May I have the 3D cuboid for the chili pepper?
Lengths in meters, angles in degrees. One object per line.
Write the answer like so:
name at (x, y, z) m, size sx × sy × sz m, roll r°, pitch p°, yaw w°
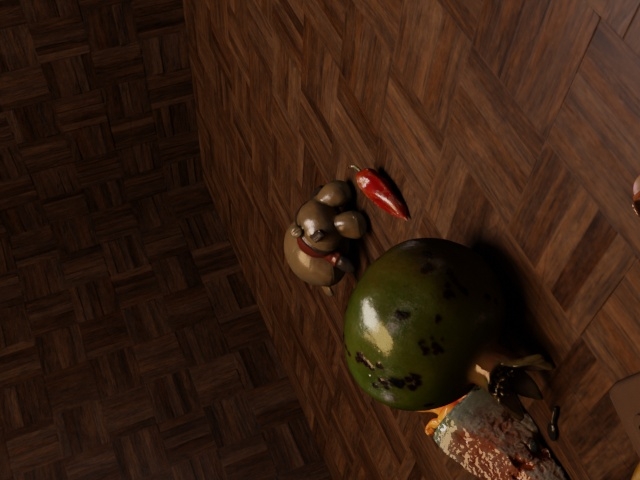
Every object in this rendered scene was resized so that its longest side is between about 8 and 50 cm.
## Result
chili pepper at (0.121, -0.105, 1.545) m, size 0.191 × 0.050 × 0.059 m, roll 48°, pitch 151°, yaw 31°

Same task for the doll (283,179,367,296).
doll at (0.000, 0.000, 1.854) m, size 0.235 × 0.174 × 0.330 m, roll 60°, pitch 160°, yaw 20°

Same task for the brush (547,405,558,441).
brush at (0.371, 0.292, 1.197) m, size 0.024 × 0.008 × 0.083 m, roll -120°, pitch 19°, yaw -48°

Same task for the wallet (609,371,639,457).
wallet at (0.412, 0.214, 0.913) m, size 0.152 × 0.039 × 0.118 m, roll 110°, pitch 142°, yaw -64°

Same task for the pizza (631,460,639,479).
pizza at (0.432, 0.325, 0.891) m, size 0.134 × 0.056 × 0.271 m, roll 16°, pitch 137°, yaw 48°

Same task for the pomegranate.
pomegranate at (0.183, 0.162, 1.210) m, size 0.290 × 0.291 × 0.323 m, roll 88°, pitch 158°, yaw -45°

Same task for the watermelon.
watermelon at (0.316, 0.357, 1.271) m, size 0.241 × 0.154 × 0.094 m, roll 46°, pitch 153°, yaw 32°

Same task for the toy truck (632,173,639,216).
toy truck at (0.365, -0.064, 0.680) m, size 0.192 × 0.083 × 0.092 m, roll 109°, pitch 140°, yaw -64°

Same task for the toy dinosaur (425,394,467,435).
toy dinosaur at (0.260, 0.335, 1.427) m, size 0.288 × 0.070 × 0.117 m, roll 32°, pitch 106°, yaw 29°
